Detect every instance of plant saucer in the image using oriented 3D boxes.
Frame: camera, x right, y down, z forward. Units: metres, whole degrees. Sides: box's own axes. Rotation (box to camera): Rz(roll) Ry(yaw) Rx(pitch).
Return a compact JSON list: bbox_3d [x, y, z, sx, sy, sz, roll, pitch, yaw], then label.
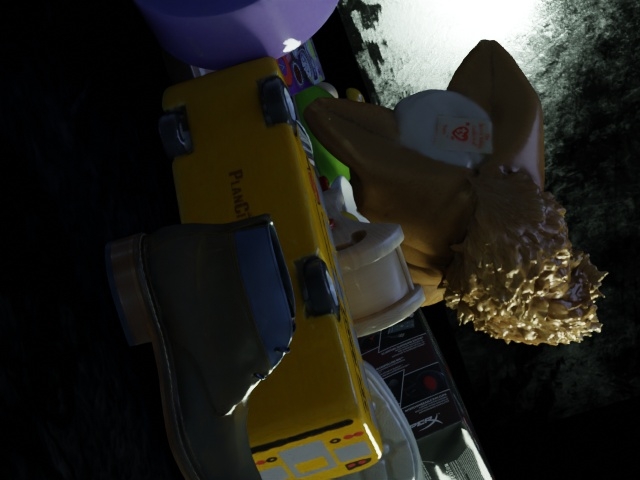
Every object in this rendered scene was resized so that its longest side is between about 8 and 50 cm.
[{"bbox_3d":[-0.118,-0.161,1.290,0.168,0.029,0.169,-18,90,-84],"label":"plant saucer"}]

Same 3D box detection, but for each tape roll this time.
[{"bbox_3d":[-0.075,-0.244,1.175,0.080,0.189,0.189,58,15,-60],"label":"tape roll"}]

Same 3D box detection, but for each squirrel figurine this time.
[{"bbox_3d":[0.180,0.000,1.813,0.397,0.281,0.370,52,-22,28],"label":"squirrel figurine"}]

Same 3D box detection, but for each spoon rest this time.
[{"bbox_3d":[0.072,0.011,2.069,0.276,0.084,0.137,65,10,-50],"label":"spoon rest"}]

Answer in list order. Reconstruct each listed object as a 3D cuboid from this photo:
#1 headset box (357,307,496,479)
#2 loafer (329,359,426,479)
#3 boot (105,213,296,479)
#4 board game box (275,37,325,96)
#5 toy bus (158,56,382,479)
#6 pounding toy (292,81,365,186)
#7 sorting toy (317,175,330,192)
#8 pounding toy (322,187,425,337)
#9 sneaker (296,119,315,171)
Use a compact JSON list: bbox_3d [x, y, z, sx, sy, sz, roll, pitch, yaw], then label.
[{"bbox_3d":[0.114,0.194,1.736,0.293,0.110,0.218,-110,174,-46],"label":"headset box"},{"bbox_3d":[0.048,0.245,1.275,0.111,0.112,0.320,-103,180,-69],"label":"loafer"},{"bbox_3d":[-0.050,0.087,0.887,0.082,0.106,0.219,-87,158,-70],"label":"boot"},{"bbox_3d":[-0.090,-0.350,1.757,0.347,0.056,0.208,71,21,-9],"label":"board game box"},{"bbox_3d":[-0.042,0.018,1.104,0.130,0.108,0.333,61,13,-57],"label":"toy bus"},{"bbox_3d":[0.039,-0.173,2.155,0.237,0.110,0.183,-55,127,-80],"label":"pounding toy"},{"bbox_3d":[0.011,-0.014,1.824,0.274,0.046,0.132,47,26,-74],"label":"sorting toy"},{"bbox_3d":[0.000,0.000,1.284,0.269,0.154,0.155,-89,159,-70],"label":"pounding toy"},{"bbox_3d":[-0.031,-0.068,1.566,0.075,0.063,0.170,-106,180,-69],"label":"sneaker"}]
